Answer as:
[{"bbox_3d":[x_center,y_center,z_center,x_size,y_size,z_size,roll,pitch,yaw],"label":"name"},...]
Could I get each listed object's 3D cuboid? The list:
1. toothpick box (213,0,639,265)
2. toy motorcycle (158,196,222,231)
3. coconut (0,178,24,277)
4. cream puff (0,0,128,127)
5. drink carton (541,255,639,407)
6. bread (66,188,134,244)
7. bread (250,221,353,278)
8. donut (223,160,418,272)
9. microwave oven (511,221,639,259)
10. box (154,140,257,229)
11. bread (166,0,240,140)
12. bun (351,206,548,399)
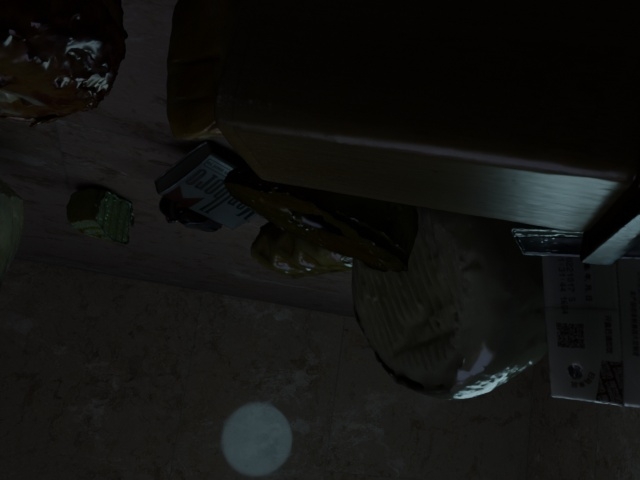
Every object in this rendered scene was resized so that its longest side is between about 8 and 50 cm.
[{"bbox_3d":[0.095,-0.110,0.491,0.308,0.190,0.187,9,170,13],"label":"toothpick box"},{"bbox_3d":[-0.216,-0.070,1.102,0.118,0.084,0.212,16,156,-19],"label":"toy motorcycle"},{"bbox_3d":[-0.696,-0.027,1.010,0.415,0.344,0.415,49,174,7],"label":"coconut"},{"bbox_3d":[-0.261,-0.178,0.447,0.240,0.164,0.240,11,-177,-1],"label":"cream puff"},{"bbox_3d":[0.395,0.066,0.813,0.132,0.194,0.324,-3,-173,35],"label":"drink carton"},{"bbox_3d":[-0.469,-0.049,1.310,0.110,0.103,0.156,1,160,9],"label":"bread"},{"bbox_3d":[0.000,0.000,1.166,0.152,0.130,0.267,-25,-171,-39],"label":"bread"},{"bbox_3d":[0.013,-0.054,0.841,0.272,0.107,0.272,27,172,4],"label":"donut"},{"bbox_3d":[0.300,-0.059,0.605,0.205,0.163,0.129,3,166,25],"label":"microwave oven"},{"bbox_3d":[-0.155,-0.080,0.987,0.115,0.036,0.177,-32,148,21],"label":"box"},{"bbox_3d":[-0.094,-0.149,0.537,0.074,0.132,0.053,2,178,26],"label":"bread"},{"bbox_3d":[0.210,0.068,0.969,0.210,0.360,0.359,-12,179,-31],"label":"bun"}]
